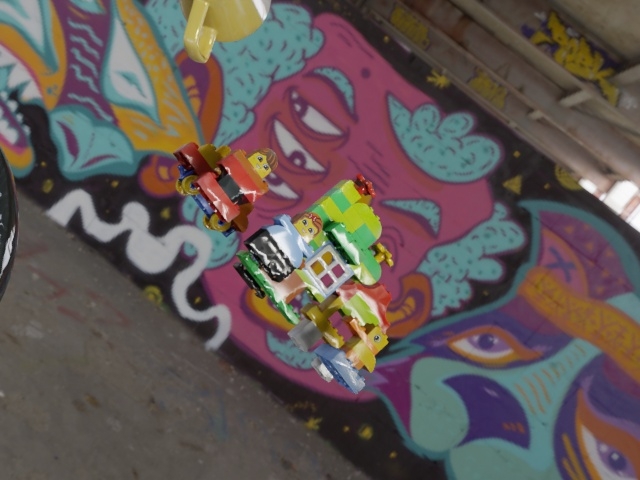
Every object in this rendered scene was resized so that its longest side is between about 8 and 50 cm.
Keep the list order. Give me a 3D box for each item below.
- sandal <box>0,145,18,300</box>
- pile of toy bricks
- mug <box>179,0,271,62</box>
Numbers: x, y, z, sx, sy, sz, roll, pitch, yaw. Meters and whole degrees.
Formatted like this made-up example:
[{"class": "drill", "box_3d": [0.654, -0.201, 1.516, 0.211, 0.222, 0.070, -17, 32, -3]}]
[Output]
[{"class": "sandal", "box_3d": [-0.334, 0.088, 0.398, 0.167, 0.446, 0.107, 29, -21, 5]}, {"class": "pile of toy bricks", "box_3d": [0.000, 0.000, 0.501, 0.212, 0.105, 0.118, 54, -15, -16]}, {"class": "mug", "box_3d": [-0.062, -0.159, 0.454, 0.064, 0.062, 0.078, 98, -22, -86]}]
